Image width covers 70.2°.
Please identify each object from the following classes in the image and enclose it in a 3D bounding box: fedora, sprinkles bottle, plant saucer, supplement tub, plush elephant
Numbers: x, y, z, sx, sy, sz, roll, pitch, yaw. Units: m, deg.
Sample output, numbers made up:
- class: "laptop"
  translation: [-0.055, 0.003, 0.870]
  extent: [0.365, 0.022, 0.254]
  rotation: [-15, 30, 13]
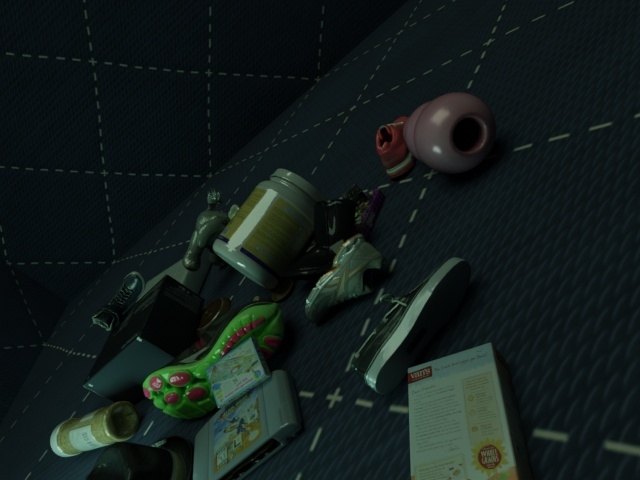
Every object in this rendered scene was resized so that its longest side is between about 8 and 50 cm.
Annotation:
- class: "fedora"
  translation: [-0.470, 0.597, 1.109]
  extent: [0.334, 0.152, 0.334]
  rotation: [-33, 29, 21]
- class: "sprinkles bottle"
  translation: [-0.741, 0.621, 1.490]
  extent: [0.356, 0.121, 0.121]
  rotation: [-26, 32, 31]
- class: "plant saucer"
  translation: [-0.113, 0.155, 1.403]
  extent: [0.083, 0.015, 0.083]
  rotation: [-34, 28, 21]
- class: "supplement tub"
  translation: [-0.155, -0.038, 1.452]
  extent: [0.331, 0.241, 0.241]
  rotation: [-55, 28, -12]
- class: "plush elephant"
  translation: [-0.337, -0.026, 1.765]
  extent: [0.256, 0.272, 0.329]
  rotation: [8, 87, 16]
- class: "plant saucer"
  translation: [-0.389, 0.265, 1.616]
  extent: [0.169, 0.029, 0.168]
  rotation: [-34, 29, 21]

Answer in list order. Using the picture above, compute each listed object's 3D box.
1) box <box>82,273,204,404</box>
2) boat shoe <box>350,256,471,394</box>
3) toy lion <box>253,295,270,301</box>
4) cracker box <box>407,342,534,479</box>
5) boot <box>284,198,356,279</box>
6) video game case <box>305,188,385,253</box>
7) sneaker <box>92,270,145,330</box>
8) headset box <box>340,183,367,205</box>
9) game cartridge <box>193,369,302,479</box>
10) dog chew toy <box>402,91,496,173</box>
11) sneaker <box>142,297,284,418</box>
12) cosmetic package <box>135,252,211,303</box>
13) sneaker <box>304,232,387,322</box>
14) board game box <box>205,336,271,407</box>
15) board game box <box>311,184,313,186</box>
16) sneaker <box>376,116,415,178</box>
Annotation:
- class: "box"
  translation: [-0.609, 0.351, 1.600]
  extent: [0.343, 0.179, 0.312]
  rotation: [-39, 25, 24]
- class: "boat shoe"
  translation: [0.175, 0.151, 0.901]
  extent: [0.105, 0.113, 0.306]
  rotation: [31, 86, 48]
- class: "toy lion"
  translation: [-0.187, 0.218, 1.404]
  extent: [0.100, 0.034, 0.096]
  rotation: [-51, 35, -14]
- class: "cracker box"
  translation: [0.218, 0.286, 0.693]
  extent: [0.156, 0.067, 0.232]
  rotation: [-27, 32, 28]
- class: "boot"
  translation: [0.000, 0.000, 1.288]
  extent: [0.247, 0.094, 0.207]
  rotation: [-14, 70, 36]
- class: "video game case"
  translation: [0.075, -0.045, 1.402]
  extent: [0.210, 0.042, 0.232]
  rotation: [-14, 39, 43]
- class: "sneaker"
  translation: [-0.728, 0.225, 1.646]
  extent: [0.226, 0.086, 0.163]
  rotation: [-50, 10, 23]
- class: "headset box"
  translation: [0.102, -0.138, 1.417]
  extent: [0.062, 0.032, 0.083]
  rotation: [-38, 28, 7]
- class: "game cartridge"
  translation: [-0.177, 0.437, 1.044]
  extent: [0.297, 0.062, 0.198]
  rotation: [-41, 31, 7]
- class: "dog chew toy"
  translation: [0.328, -0.296, 1.251]
  extent: [0.207, 0.206, 0.332]
  rotation: [-43, 19, 2]
- class: "sneaker"
  translation: [-0.283, 0.327, 1.265]
  extent: [0.483, 0.185, 0.202]
  rotation: [-34, 10, 13]
- class: "cosmetic package"
  translation: [-0.659, 0.231, 1.967]
  extent: [0.377, 0.097, 0.284]
  rotation: [-29, 28, 27]
- class: "sneaker"
  translation: [0.062, 0.117, 1.131]
  extent: [0.262, 0.121, 0.099]
  rotation: [-58, -17, 17]
- class: "board game box"
  translation: [-0.201, 0.320, 1.105]
  extent: [0.154, 0.026, 0.103]
  rotation: [-36, 59, 14]
- class: "board game box"
  translation: [-0.092, -0.111, 1.649]
  extent: [0.170, 0.048, 0.140]
  rotation: [-21, 68, 39]
- class: "sneaker"
  translation: [0.248, -0.341, 1.485]
  extent: [0.116, 0.136, 0.313]
  rotation: [-25, 32, 32]
